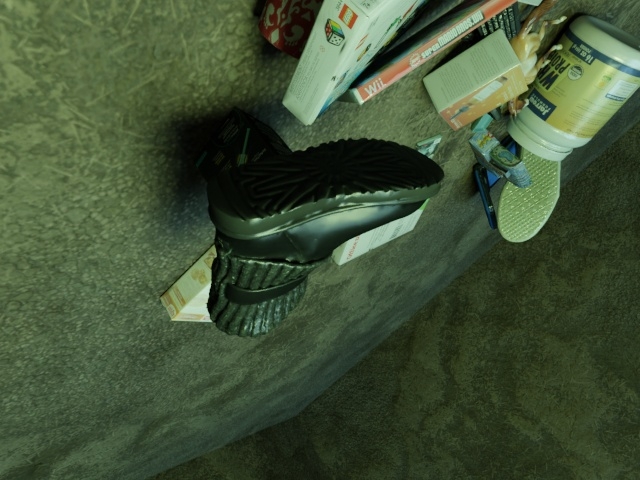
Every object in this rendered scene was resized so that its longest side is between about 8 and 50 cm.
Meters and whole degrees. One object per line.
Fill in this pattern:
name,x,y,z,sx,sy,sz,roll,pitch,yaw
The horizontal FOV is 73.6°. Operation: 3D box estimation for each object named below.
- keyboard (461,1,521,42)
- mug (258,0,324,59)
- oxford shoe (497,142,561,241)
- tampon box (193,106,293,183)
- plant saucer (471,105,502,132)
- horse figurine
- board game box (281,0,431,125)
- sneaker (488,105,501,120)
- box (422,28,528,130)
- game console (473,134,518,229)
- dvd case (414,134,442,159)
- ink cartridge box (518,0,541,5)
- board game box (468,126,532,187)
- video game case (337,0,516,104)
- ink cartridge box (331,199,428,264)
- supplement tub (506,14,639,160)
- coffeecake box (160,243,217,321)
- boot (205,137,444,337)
keyboard,0.336,-0.414,0.842,0.108,0.023,0.180,-16,177,28
mug,0.012,-0.320,0.536,0.150,0.113,0.169,-7,145,-44
oxford shoe,0.696,-0.212,1.401,0.130,0.169,0.449,2,101,-68
tampon box,-0.101,-0.105,0.688,0.120,0.161,0.101,-45,154,17
plant saucer,0.480,-0.378,1.162,0.067,0.018,0.192,-16,147,-38
horse figurine,0.487,-0.435,0.985,0.174,0.066,0.263,-41,146,-5
board game box,0.084,-0.296,0.542,0.305,0.053,0.193,-50,-176,-26
sneaker,0.445,-0.372,1.078,0.089,0.051,0.170,-47,142,20
box,0.325,-0.328,0.897,0.170,0.091,0.130,-28,162,28
game console,0.654,-0.204,1.526,0.173,0.250,0.293,-17,162,21
dvd case,0.275,-0.226,1.156,0.087,0.013,0.119,-25,154,-25
ink cartridge box,0.344,-0.527,0.669,0.296,0.066,0.261,-17,149,-38
board game box,0.532,-0.251,1.297,0.060,0.194,0.194,-45,140,14
video game case,0.155,-0.302,0.660,0.285,0.204,0.025,-33,111,4
ink cartridge box,0.142,-0.076,1.117,0.273,0.114,0.198,-24,152,-28
supplement tub,0.676,-0.394,1.141,0.228,0.228,0.316,-18,148,-36
coffeecake box,-0.240,0.101,0.969,0.185,0.068,0.142,-43,155,11
boot,-0.003,-0.003,0.633,0.348,0.131,0.260,-13,139,-20
